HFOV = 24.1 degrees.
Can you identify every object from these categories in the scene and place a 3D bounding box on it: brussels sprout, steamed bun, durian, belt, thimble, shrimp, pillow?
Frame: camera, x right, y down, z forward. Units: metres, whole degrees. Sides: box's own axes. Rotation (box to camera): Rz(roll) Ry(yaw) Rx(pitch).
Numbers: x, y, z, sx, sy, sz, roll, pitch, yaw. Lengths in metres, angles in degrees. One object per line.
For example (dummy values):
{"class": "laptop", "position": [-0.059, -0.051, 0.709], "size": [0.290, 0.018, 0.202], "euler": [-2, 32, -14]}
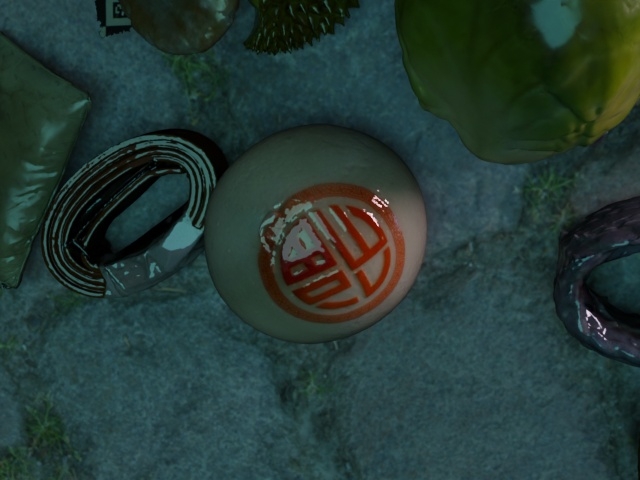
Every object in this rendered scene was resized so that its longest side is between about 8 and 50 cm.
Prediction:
{"class": "brussels sprout", "position": [0.252, -0.262, 1.730], "size": [0.344, 0.268, 0.344], "euler": [16, 126, 24]}
{"class": "steamed bun", "position": [0.000, 0.000, 1.834], "size": [0.283, 0.177, 0.283], "euler": [-4, 107, -12]}
{"class": "durian", "position": [-0.034, -0.368, 1.809], "size": [0.172, 0.166, 0.306], "euler": [-24, 117, -23]}
{"class": "belt", "position": [-0.235, -0.034, 1.936], "size": [0.261, 0.105, 0.184], "euler": [-42, 94, 10]}
{"class": "thimble", "position": [0.401, 0.049, 1.825], "size": [0.236, 0.172, 0.205], "euler": [14, 103, 7]}
{"class": "shrimp", "position": [-0.205, -0.371, 1.811], "size": [0.168, 0.077, 0.317], "euler": [-30, 83, 23]}
{"class": "pillow", "position": [-0.414, -0.099, 1.952], "size": [0.185, 0.075, 0.302], "euler": [33, 111, 22]}

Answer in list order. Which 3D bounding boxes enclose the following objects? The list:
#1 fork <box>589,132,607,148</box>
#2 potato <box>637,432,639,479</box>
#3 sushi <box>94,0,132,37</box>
{"class": "fork", "position": [0.368, -0.163, 1.857], "size": [0.016, 0.012, 0.115], "euler": [32, 102, -4]}
{"class": "potato", "position": [0.539, 0.287, 1.833], "size": [0.288, 0.301, 0.237], "euler": [10, 86, -3]}
{"class": "sushi", "position": [-0.198, -0.372, 1.868], "size": [0.192, 0.040, 0.210], "euler": [-9, 89, 17]}
